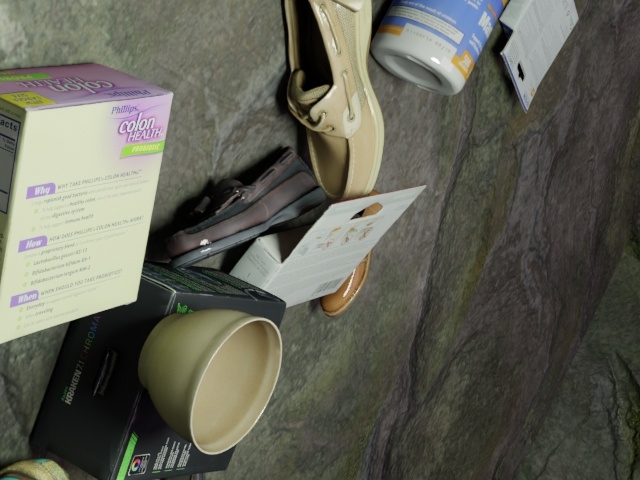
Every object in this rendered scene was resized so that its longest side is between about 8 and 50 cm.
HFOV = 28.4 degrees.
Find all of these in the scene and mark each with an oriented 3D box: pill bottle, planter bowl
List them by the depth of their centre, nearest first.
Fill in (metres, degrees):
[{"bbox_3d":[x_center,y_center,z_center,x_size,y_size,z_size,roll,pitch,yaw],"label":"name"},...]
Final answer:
[{"bbox_3d":[-0.134,0.144,1.414,0.162,0.109,0.162,-40,141,-43],"label":"planter bowl"},{"bbox_3d":[0.196,-0.364,1.856,0.272,0.152,0.152,-62,152,-7],"label":"pill bottle"}]

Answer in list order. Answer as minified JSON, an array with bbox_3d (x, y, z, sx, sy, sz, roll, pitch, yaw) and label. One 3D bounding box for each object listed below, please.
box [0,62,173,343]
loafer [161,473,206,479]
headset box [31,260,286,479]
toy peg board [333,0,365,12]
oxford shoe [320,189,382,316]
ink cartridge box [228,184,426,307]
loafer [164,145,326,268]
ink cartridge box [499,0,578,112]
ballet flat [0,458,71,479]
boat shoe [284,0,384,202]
[{"bbox_3d":[-0.279,-0.045,1.287,0.213,0.117,0.243,-18,127,-56],"label":"box"},{"bbox_3d":[-0.208,0.367,1.791,0.061,0.062,0.170,-10,118,-53],"label":"loafer"},{"bbox_3d":[-0.199,0.158,1.568,0.283,0.131,0.246,13,98,-62],"label":"headset box"},{"bbox_3d":[0.004,-0.380,1.543,0.161,0.161,0.079,-64,-169,-6],"label":"toy peg board"},{"bbox_3d":[0.040,0.015,1.971,0.076,0.076,0.212,30,77,-43],"label":"oxford shoe"},{"bbox_3d":[0.000,0.000,1.780,0.239,0.060,0.275,-51,161,27],"label":"ink cartridge box"},{"bbox_3d":[-0.108,-0.046,1.641,0.302,0.109,0.095,-27,94,-53],"label":"loafer"},{"bbox_3d":[0.386,-0.379,2.300,0.224,0.045,0.223,-60,151,-12],"label":"ink cartridge box"},{"bbox_3d":[-0.369,0.416,1.492,0.123,0.123,0.348,1,110,-61],"label":"ballet flat"},{"bbox_3d":[0.003,-0.199,1.685,0.110,0.122,0.341,-27,122,-38],"label":"boat shoe"}]
